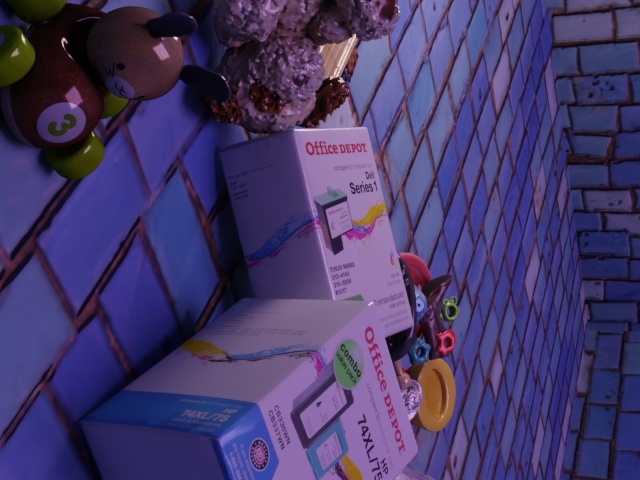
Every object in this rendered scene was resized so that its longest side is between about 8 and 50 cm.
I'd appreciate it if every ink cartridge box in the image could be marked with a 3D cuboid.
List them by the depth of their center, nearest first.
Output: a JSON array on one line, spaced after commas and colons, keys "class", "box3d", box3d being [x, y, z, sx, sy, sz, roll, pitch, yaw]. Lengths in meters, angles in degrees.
[{"class": "ink cartridge box", "box3d": [-0.064, 0.206, 1.095, 0.270, 0.197, 0.198, -37, 117, -46]}, {"class": "ink cartridge box", "box3d": [0.000, 0.000, 1.332, 0.201, 0.117, 0.278, -12, 88, -60]}]

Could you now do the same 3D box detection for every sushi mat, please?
[{"class": "sushi mat", "box3d": [0.022, -0.351, 1.603, 0.317, 0.019, 0.151, -68, 147, -42]}]

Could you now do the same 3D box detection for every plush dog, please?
[{"class": "plush dog", "box3d": [-0.060, -0.239, 1.271, 0.262, 0.210, 0.226, -4, 111, -39]}]

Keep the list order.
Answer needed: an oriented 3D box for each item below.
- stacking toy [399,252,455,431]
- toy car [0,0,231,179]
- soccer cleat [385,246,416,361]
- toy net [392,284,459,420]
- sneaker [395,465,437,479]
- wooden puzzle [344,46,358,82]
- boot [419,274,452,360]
[{"class": "stacking toy", "box3d": [0.077, 0.184, 1.683, 0.279, 0.130, 0.309, -21, 103, -49]}, {"class": "toy car", "box3d": [-0.177, -0.150, 0.924, 0.155, 0.188, 0.149, 62, 36, -49]}, {"class": "soccer cleat", "box3d": [0.074, 0.037, 1.522, 0.116, 0.108, 0.318, 49, 19, -61]}, {"class": "toy net", "box3d": [0.140, 0.186, 1.609, 0.122, 0.045, 0.232, 21, 77, -31]}, {"class": "sneaker", "box3d": [0.181, 0.423, 1.699, 0.447, 0.257, 0.169, 41, 53, -61]}, {"class": "wooden puzzle", "box3d": [0.047, -0.297, 1.683, 0.049, 0.006, 0.083, 64, 34, -47]}, {"class": "boot", "box3d": [0.195, 0.126, 1.699, 0.106, 0.037, 0.114, -37, 113, -31]}]
